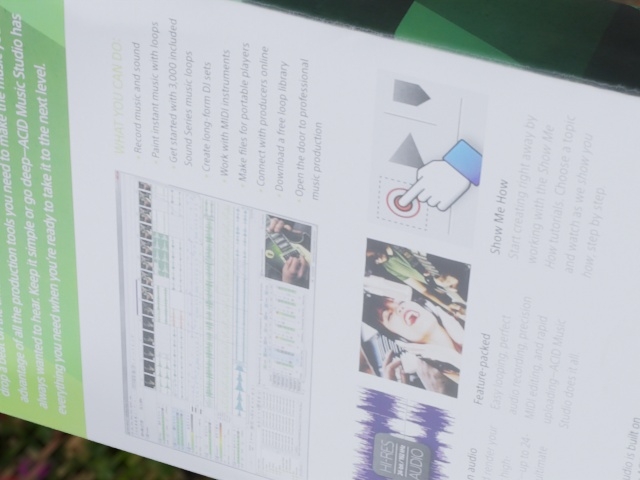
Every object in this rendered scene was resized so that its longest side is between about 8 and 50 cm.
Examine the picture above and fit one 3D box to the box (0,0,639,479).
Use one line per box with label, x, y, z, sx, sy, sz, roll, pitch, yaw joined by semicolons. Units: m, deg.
box;0.000;0.000;0.735;0.322;0.058;0.232;15;130;14
